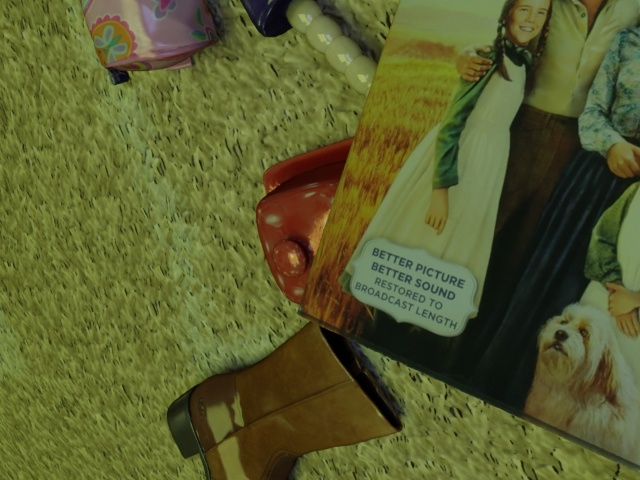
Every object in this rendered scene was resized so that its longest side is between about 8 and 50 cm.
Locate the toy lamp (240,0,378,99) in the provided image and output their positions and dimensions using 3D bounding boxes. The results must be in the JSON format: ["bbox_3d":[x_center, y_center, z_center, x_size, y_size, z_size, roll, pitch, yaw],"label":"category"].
[{"bbox_3d":[0.024,-0.153,0.624,0.274,0.080,0.080,49,128,9],"label":"toy lamp"}]

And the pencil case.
[{"bbox_3d":[-0.182,-0.300,0.683,0.124,0.124,0.284,-3,108,36],"label":"pencil case"}]

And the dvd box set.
[{"bbox_3d":[0.178,-0.099,0.421,0.308,0.062,0.420,22,95,34],"label":"dvd box set"}]

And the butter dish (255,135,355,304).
[{"bbox_3d":[0.000,0.000,0.677,0.160,0.118,0.159,-13,102,37],"label":"butter dish"}]

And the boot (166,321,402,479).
[{"bbox_3d":[-0.017,0.242,0.831,0.280,0.096,0.264,-31,82,32],"label":"boot"}]
